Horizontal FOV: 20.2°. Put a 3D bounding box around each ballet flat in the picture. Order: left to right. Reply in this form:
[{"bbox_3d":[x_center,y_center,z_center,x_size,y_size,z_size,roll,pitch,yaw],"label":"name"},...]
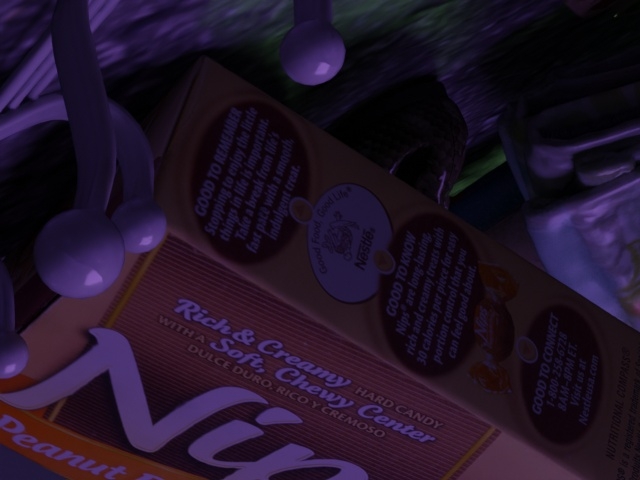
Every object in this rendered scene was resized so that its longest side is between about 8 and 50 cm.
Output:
[{"bbox_3d":[0.000,0.000,0.923,0.084,0.058,0.250,-19,166,-39],"label":"ballet flat"}]

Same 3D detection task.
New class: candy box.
[{"bbox_3d":[0.028,0.078,0.730,0.183,0.316,0.087,-39,-155,46],"label":"candy box"}]

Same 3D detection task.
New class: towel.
[{"bbox_3d":[0.284,-0.019,0.977,0.320,0.090,0.374,-26,144,6],"label":"towel"}]

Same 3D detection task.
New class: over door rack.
[{"bbox_3d":[-0.166,0.025,0.479,0.324,0.108,0.239,-18,165,-42],"label":"over door rack"}]

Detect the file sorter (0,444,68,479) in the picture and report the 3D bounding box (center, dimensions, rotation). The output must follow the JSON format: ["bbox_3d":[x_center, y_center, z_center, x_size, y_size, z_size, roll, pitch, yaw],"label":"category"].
[{"bbox_3d":[-0.170,0.148,0.849,0.173,0.193,0.277,-31,169,33],"label":"file sorter"}]

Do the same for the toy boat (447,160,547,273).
[{"bbox_3d":[0.132,0.017,1.194,0.267,0.148,0.318,-33,162,3],"label":"toy boat"}]

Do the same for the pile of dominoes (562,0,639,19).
[{"bbox_3d":[0.233,-0.156,0.810,0.196,0.040,0.251,-17,165,-48],"label":"pile of dominoes"}]
